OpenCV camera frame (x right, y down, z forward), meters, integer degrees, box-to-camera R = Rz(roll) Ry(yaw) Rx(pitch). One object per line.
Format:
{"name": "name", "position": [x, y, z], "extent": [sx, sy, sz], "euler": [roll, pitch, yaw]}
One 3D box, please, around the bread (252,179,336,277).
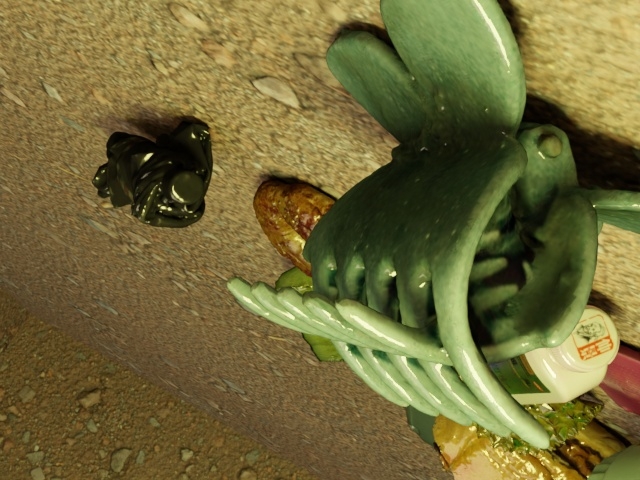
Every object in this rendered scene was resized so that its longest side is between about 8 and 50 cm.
{"name": "bread", "position": [0.000, 0.000, 1.762], "extent": [0.193, 0.064, 0.193], "euler": [33, 165, 10]}

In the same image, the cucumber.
{"name": "cucumber", "position": [0.002, 0.089, 2.083], "extent": [0.078, 0.062, 0.211], "euler": [-8, 146, 14]}

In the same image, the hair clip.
{"name": "hair clip", "position": [0.099, -0.004, 1.182], "extent": [0.392, 0.238, 0.318], "euler": [37, 168, -19]}

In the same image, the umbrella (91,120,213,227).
{"name": "umbrella", "position": [-0.183, -0.076, 1.783], "extent": [0.110, 0.122, 0.272], "euler": [60, 167, -14]}

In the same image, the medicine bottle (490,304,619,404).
{"name": "medicine bottle", "position": [0.225, 0.104, 1.556], "extent": [0.115, 0.078, 0.219], "euler": [66, 164, 0]}

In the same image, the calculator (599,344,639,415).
{"name": "calculator", "position": [0.341, 0.158, 1.625], "extent": [0.127, 0.034, 0.190], "euler": [20, 163, 35]}

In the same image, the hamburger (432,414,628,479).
{"name": "hamburger", "position": [0.279, 0.290, 1.919], "extent": [0.245, 0.155, 0.282], "euler": [-1, 118, 26]}

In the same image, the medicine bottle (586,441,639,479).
{"name": "medicine bottle", "position": [0.399, 0.274, 1.578], "extent": [0.158, 0.158, 0.318], "euler": [35, 160, -12]}

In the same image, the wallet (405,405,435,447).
{"name": "wallet", "position": [0.283, 0.295, 2.128], "extent": [0.360, 0.083, 0.252], "euler": [29, 161, 16]}

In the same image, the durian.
{"name": "durian", "position": [0.229, 0.182, 1.769], "extent": [0.187, 0.119, 0.108], "euler": [34, 170, -1]}
